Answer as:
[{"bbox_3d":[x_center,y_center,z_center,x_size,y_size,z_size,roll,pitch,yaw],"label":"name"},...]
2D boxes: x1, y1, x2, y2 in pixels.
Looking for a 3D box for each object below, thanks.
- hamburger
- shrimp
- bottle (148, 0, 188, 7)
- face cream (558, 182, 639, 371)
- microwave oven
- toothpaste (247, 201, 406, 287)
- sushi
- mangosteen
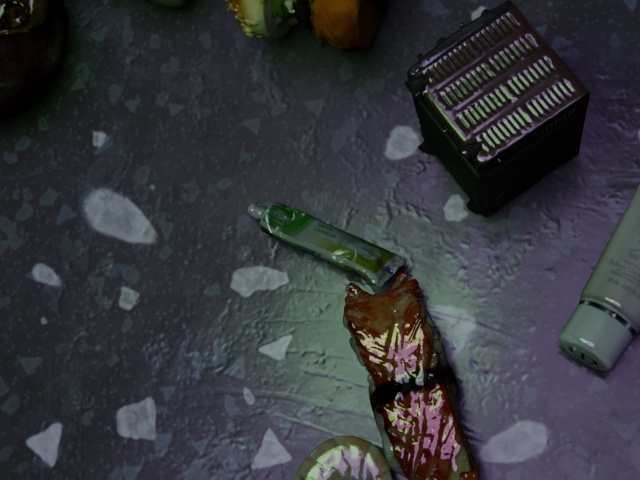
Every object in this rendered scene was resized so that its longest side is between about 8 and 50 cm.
[{"bbox_3d":[-0.013,-0.412,1.466,0.225,0.291,0.290,15,81,11],"label":"hamburger"},{"bbox_3d":[0.014,0.389,1.381,0.145,0.059,0.254,22,80,9],"label":"shrimp"},{"bbox_3d":[-0.338,-0.478,1.612,0.347,0.168,0.168,26,84,15],"label":"bottle"},{"bbox_3d":[0.432,0.028,1.359,0.143,0.089,0.314,33,78,19],"label":"face cream"},{"bbox_3d":[0.229,-0.171,1.368,0.178,0.247,0.188,-37,73,-1],"label":"microwave oven"},{"bbox_3d":[0.000,0.000,1.467,0.248,0.046,0.078,24,40,24],"label":"toothpaste"},{"bbox_3d":[0.120,0.198,1.371,0.124,0.130,0.332,-17,79,3],"label":"sushi"},{"bbox_3d":[-0.534,-0.327,1.554,0.297,0.293,0.297,-1,84,5],"label":"mangosteen"}]
